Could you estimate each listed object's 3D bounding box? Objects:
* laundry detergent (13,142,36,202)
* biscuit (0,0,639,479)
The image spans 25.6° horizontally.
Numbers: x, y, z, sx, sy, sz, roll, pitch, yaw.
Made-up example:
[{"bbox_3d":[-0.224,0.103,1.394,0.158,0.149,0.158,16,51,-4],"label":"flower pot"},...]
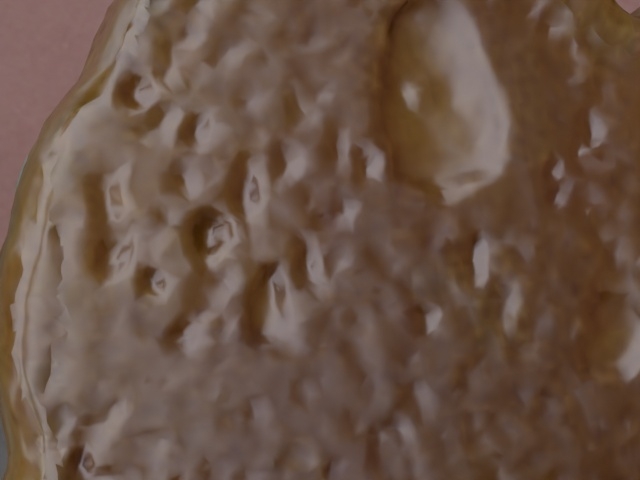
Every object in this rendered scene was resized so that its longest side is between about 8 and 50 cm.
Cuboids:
[{"bbox_3d":[0.000,0.000,1.053,0.398,0.264,0.124,-4,59,22],"label":"laundry detergent"},{"bbox_3d":[0.047,0.036,0.472,0.074,0.359,0.381,174,83,-71],"label":"biscuit"}]
